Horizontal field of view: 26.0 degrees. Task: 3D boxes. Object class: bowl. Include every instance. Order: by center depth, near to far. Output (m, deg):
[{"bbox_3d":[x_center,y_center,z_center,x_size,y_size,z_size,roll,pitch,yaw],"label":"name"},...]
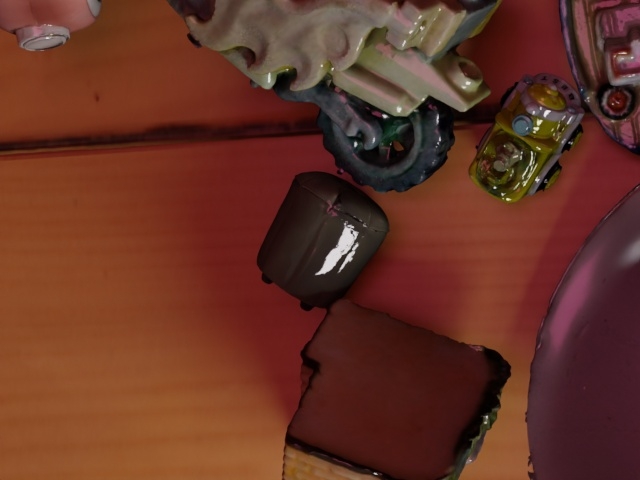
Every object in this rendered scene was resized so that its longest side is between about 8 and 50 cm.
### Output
[{"bbox_3d":[0.330,0.110,1.061,0.157,0.345,0.345,22,93,-29],"label":"bowl"}]

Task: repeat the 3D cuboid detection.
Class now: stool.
[{"bbox_3d":[0.000,0.000,1.210,0.096,0.096,0.110,33,100,14],"label":"stool"}]

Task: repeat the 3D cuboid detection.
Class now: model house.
[{"bbox_3d":[0.045,0.183,1.152,0.166,0.183,0.172,20,130,12],"label":"model house"}]

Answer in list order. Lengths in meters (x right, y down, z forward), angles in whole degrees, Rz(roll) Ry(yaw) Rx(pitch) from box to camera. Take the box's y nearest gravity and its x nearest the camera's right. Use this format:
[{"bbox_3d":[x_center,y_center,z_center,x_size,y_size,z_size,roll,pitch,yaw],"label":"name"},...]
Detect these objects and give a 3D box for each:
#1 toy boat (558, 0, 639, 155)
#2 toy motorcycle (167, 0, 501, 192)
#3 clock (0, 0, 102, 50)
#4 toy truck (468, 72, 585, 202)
[{"bbox_3d":[0.254,-0.198,1.147,0.114,0.115,0.262,-8,84,13],"label":"toy boat"},{"bbox_3d":[-0.015,-0.236,1.175,0.410,0.169,0.237,47,132,5],"label":"toy motorcycle"},{"bbox_3d":[-0.266,-0.288,1.221,0.142,0.227,0.241,-7,87,-1],"label":"clock"},{"bbox_3d":[0.171,-0.087,1.169,0.076,0.077,0.111,35,123,16],"label":"toy truck"}]
